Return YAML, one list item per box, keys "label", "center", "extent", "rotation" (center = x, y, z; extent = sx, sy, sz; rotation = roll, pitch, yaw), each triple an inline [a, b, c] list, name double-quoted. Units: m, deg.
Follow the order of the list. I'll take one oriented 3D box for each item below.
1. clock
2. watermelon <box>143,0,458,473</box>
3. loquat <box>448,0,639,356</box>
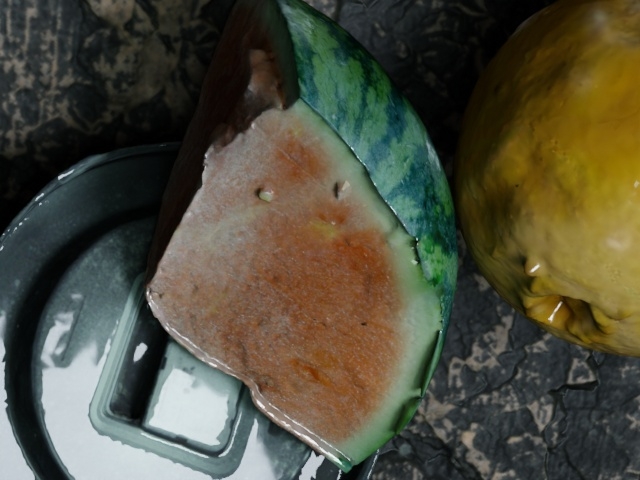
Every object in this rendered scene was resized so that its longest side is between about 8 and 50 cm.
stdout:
- label: "clock"
  center: [-0.124, 0.111, 1.578]
  extent: [0.386, 0.076, 0.386]
  rotation: [1, 87, -25]
- label: "watermelon"
  center: [0.019, -0.020, 1.494]
  extent: [0.292, 0.222, 0.319]
  rotation: [31, 73, -15]
- label: "loquat"
  center: [0.268, -0.061, 1.555]
  extent: [0.328, 0.328, 0.328]
  rotation: [-5, 116, -10]
